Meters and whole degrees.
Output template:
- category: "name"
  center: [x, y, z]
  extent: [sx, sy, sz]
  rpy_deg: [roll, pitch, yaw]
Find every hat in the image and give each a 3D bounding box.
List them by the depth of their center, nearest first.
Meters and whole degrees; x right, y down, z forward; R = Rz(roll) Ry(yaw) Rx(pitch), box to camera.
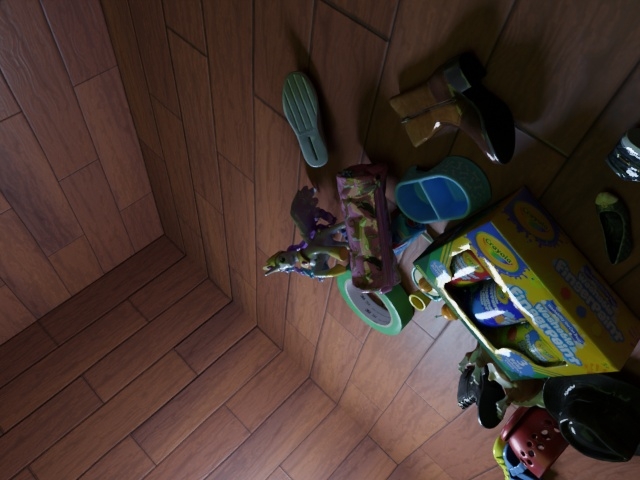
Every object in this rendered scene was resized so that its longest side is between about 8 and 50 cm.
- category: "hat"
  center: [0.742, 0.496, 1.377]
  extent: [0.331, 0.134, 0.331]
  rpy_deg: [24, 135, 26]

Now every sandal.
- category: "sandal"
  center: [0.761, 0.873, 1.940]
  extent: [0.138, 0.126, 0.317]
  rpy_deg: [-5, 122, 54]

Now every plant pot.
- category: "plant pot"
  center: [0.686, 0.624, 1.661]
  extent: [0.174, 0.191, 0.191]
  rpy_deg: [38, 151, 34]

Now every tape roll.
- category: "tape roll"
  center: [0.204, 0.217, 1.995]
  extent: [0.321, 0.077, 0.321]
  rpy_deg: [37, 153, 23]

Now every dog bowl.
- category: "dog bowl"
  center: [0.315, -0.126, 1.408]
  extent: [0.166, 0.074, 0.297]
  rpy_deg: [58, 153, -15]

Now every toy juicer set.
- category: "toy juicer set"
  center: [0.376, 0.145, 1.640]
  extent: [0.209, 0.089, 0.329]
  rpy_deg: [33, 148, 32]

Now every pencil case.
- category: "pencil case"
  center: [0.148, -0.036, 1.568]
  extent: [0.160, 0.167, 0.386]
  rpy_deg: [-4, 104, 18]

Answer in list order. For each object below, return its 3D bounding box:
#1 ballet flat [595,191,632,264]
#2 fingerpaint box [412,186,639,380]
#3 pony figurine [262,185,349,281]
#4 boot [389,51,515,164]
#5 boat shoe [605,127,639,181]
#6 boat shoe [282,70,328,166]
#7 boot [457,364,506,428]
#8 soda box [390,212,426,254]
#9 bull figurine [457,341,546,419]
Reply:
- category: "ballet flat"
  center: [0.617, -0.025, 1.097]
  extent: [0.057, 0.049, 0.173]
  rpy_deg: [4, 128, 54]
- category: "fingerpaint box"
  center: [0.507, 0.136, 1.344]
  extent: [0.445, 0.163, 0.371]
  rpy_deg: [50, 153, 1]
- category: "pony figurine"
  center: [0.000, 0.000, 1.823]
  extent: [0.363, 0.351, 0.303]
  rpy_deg: [-6, 125, 37]
- category: "boot"
  center: [0.297, -0.268, 1.234]
  extent: [0.264, 0.096, 0.280]
  rpy_deg: [54, 154, -8]
- category: "boat shoe"
  center: [0.623, -0.126, 0.958]
  extent: [0.183, 0.065, 0.083]
  rpy_deg: [44, 161, 18]
- category: "boat shoe"
  center: [-0.046, -0.376, 1.621]
  extent: [0.094, 0.109, 0.302]
  rpy_deg: [-88, -15, -63]
- category: "boot"
  center: [0.528, 0.525, 1.751]
  extent: [0.091, 0.263, 0.229]
  rpy_deg: [20, 144, -2]
- category: "soda box"
  center: [0.248, -0.017, 1.634]
  extent: [0.210, 0.067, 0.071]
  rpy_deg: [123, 129, -63]
- category: "bull figurine"
  center: [0.580, 0.429, 1.604]
  extent: [0.310, 0.188, 0.101]
  rpy_deg: [48, 167, 17]
